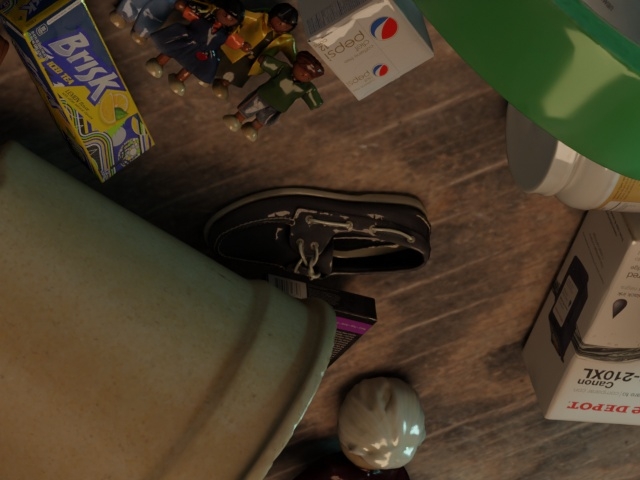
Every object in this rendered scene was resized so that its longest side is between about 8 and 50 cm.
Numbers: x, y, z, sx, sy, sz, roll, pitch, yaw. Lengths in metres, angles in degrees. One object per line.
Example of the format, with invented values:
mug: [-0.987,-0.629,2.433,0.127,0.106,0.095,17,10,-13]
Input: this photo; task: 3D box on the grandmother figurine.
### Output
grandmother figurine: [0.011,0.275,1.975,0.207,0.104,0.342,-11,138,-43]

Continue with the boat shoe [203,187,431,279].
boat shoe: [0.000,0.000,1.728,0.206,0.065,0.075,-2,136,-10]

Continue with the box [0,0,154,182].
box: [-0.196,-0.131,1.555,0.059,0.054,0.169,-37,135,-14]

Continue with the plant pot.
plant pot: [-0.208,0.091,1.596,0.305,0.334,0.334,39,116,-13]

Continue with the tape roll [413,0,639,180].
tape roll: [0.178,-0.185,1.420,0.321,0.321,0.077,25,123,-32]

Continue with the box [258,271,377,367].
box: [-0.037,0.091,1.805,0.116,0.029,0.162,15,141,-25]

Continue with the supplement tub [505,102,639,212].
supplement tub: [0.272,-0.095,1.650,0.199,0.144,0.144,4,131,-16]

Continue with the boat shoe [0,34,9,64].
boat shoe: [-0.298,-0.099,1.566,0.060,0.064,0.178,11,127,-20]

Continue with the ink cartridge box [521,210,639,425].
ink cartridge box: [0.316,0.064,1.839,0.172,0.100,0.237,6,131,-17]

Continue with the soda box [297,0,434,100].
soda box: [0.019,-0.206,1.435,0.069,0.216,0.074,-30,132,16]

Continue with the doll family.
doll family: [-0.076,-0.169,1.548,0.193,0.076,0.111,30,124,-31]
